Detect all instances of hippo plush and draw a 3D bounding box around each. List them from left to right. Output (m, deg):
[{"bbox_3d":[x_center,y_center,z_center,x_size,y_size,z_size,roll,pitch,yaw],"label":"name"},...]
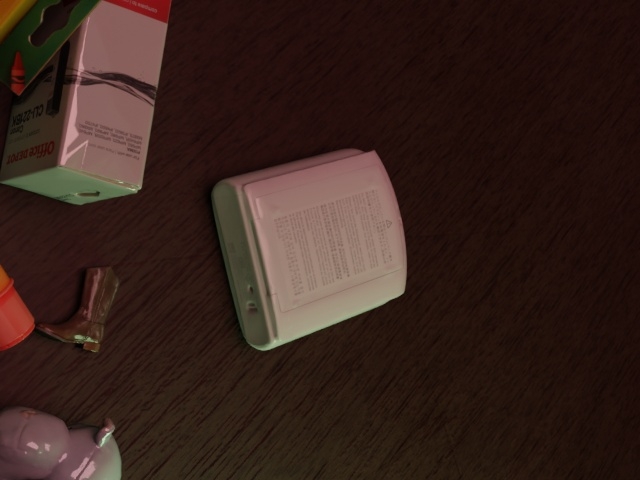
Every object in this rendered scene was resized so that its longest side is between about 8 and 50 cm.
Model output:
[{"bbox_3d":[-0.314,0.313,1.227,0.294,0.234,0.236,24,60,-16],"label":"hippo plush"}]

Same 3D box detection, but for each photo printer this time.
[{"bbox_3d":[0.000,0.000,1.576,0.307,0.107,0.256,-19,99,-38],"label":"photo printer"}]

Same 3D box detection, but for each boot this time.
[{"bbox_3d":[-0.316,0.080,1.364,0.106,0.037,0.114,28,73,-48],"label":"boot"}]

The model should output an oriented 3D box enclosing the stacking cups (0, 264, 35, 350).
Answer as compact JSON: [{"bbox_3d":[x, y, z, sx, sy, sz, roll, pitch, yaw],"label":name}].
[{"bbox_3d":[-0.446,-0.007,1.228,0.096,0.096,0.316,-41,112,-33],"label":"stacking cups"}]

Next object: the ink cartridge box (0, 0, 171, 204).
[{"bbox_3d":[-0.293,-0.194,1.296,0.114,0.197,0.272,13,79,-36],"label":"ink cartridge box"}]

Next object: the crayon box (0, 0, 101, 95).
[{"bbox_3d":[-0.396,-0.337,1.138,0.318,0.081,0.202,40,91,-9],"label":"crayon box"}]
